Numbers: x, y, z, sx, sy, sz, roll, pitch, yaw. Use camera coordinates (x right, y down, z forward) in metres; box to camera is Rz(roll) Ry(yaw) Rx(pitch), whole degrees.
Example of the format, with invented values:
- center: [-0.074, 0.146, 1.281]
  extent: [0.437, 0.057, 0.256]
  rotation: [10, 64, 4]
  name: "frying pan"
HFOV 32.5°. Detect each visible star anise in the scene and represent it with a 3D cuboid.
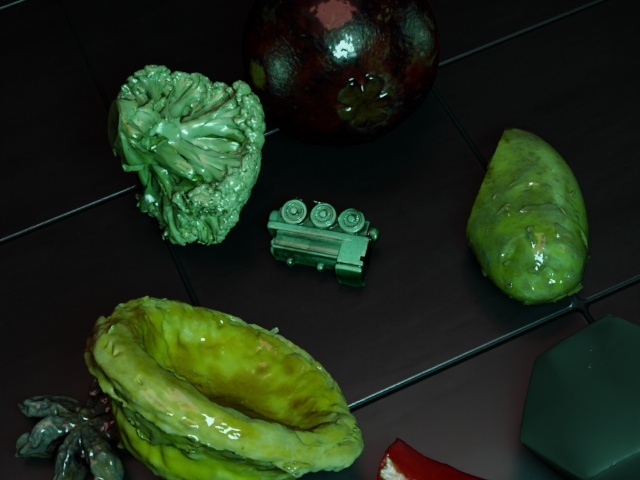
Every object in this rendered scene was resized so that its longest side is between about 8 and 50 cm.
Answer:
- center: [-0.313, 0.265, 1.495]
  extent: [0.212, 0.073, 0.197]
  rotation: [-24, 58, -9]
  name: "star anise"

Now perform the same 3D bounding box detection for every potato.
- center: [0.296, -0.037, 1.594]
  extent: [0.176, 0.141, 0.298]
  rotation: [3, 50, -8]
  name: "potato"

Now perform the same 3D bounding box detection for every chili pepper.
- center: [0.226, 0.358, 1.341]
  extent: [0.338, 0.134, 0.131]
  rotation: [15, 58, 18]
  name: "chili pepper"

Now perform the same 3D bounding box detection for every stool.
- center: [0.374, 0.220, 1.379]
  extent: [0.232, 0.141, 0.232]
  rotation: [-24, 43, 24]
  name: "stool"

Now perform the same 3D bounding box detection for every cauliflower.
- center: [-0.219, -0.133, 1.629]
  extent: [0.275, 0.250, 0.272]
  rotation: [6, 84, 40]
  name: "cauliflower"

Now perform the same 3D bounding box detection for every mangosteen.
- center: [0.020, -0.313, 1.705]
  extent: [0.306, 0.306, 0.359]
  rotation: [-19, 47, -6]
  name: "mangosteen"

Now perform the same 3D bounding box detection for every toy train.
- center: [0.000, 0.000, 1.639]
  extent: [0.171, 0.071, 0.111]
  rotation: [10, 66, 12]
  name: "toy train"

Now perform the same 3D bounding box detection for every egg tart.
- center: [-0.132, 0.210, 1.400]
  extent: [0.388, 0.388, 0.169]
  rotation: [27, 102, 21]
  name: "egg tart"
